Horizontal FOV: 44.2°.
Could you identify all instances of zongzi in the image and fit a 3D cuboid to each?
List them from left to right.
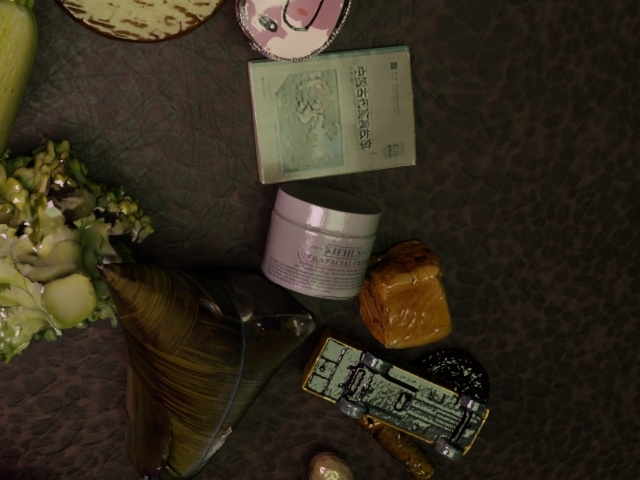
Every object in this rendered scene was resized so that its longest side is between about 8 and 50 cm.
[{"bbox_3d":[-0.261,0.210,1.202,0.403,0.208,0.432,-56,147,11],"label":"zongzi"}]

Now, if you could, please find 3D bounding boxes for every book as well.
[{"bbox_3d":[0.024,-0.213,1.333,0.283,0.025,0.214,-11,109,-14],"label":"book"}]

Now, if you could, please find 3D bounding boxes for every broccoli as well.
[{"bbox_3d":[-0.410,0.021,1.149,0.272,0.324,0.334,12,119,21],"label":"broccoli"}]

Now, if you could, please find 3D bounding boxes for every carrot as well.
[{"bbox_3d":[0.148,0.395,1.551,0.069,0.069,0.228,-42,118,-3],"label":"carrot"}]

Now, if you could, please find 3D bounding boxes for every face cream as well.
[{"bbox_3d":[0.000,0.000,1.308,0.177,0.177,0.152,7,105,-22],"label":"face cream"}]

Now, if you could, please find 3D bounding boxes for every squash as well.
[{"bbox_3d":[-0.407,-0.209,0.975,0.137,0.137,0.287,32,90,-25],"label":"squash"}]

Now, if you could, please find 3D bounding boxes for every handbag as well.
[{"bbox_3d":[-0.041,-0.375,1.206,0.179,0.116,0.205,23,99,-23],"label":"handbag"}]

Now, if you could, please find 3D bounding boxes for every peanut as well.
[{"bbox_3d":[0.014,0.514,1.533,0.104,0.085,0.227,-3,110,-9],"label":"peanut"}]

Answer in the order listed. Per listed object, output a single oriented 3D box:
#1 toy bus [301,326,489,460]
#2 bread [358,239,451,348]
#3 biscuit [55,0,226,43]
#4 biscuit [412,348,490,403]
[{"bbox_3d":[0.135,0.277,1.443,0.336,0.123,0.121,25,96,-11],"label":"toy bus"},{"bbox_3d":[0.151,0.098,1.418,0.143,0.149,0.158,-16,118,-12],"label":"bread"},{"bbox_3d":[-0.265,-0.447,1.145,0.318,0.040,0.317,-5,108,-17],"label":"biscuit"},{"bbox_3d":[0.246,0.304,1.563,0.195,0.053,0.194,-6,109,-17],"label":"biscuit"}]
